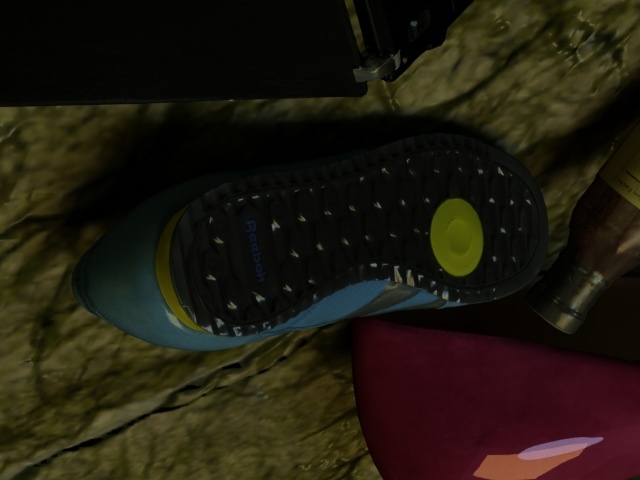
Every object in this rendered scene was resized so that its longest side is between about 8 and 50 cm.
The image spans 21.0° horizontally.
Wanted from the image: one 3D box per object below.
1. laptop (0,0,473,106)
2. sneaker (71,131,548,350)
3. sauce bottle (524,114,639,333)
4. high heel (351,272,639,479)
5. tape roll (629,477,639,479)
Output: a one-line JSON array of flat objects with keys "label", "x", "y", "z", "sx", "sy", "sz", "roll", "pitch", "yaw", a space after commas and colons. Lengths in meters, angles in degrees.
[{"label": "laptop", "x": -0.024, "y": -0.161, "z": 0.469, "sx": 0.264, "sy": 0.137, "sz": 0.234, "roll": -46, "pitch": 151, "yaw": -16}, {"label": "sneaker", "x": 0.000, "y": 0.000, "z": 0.673, "sx": 0.209, "sy": 0.069, "sz": 0.082, "roll": -9, "pitch": 180, "yaw": -40}, {"label": "sauce bottle", "x": 0.133, "y": -0.019, "z": 0.715, "sx": 0.042, "sy": 0.042, "sz": 0.128, "roll": 20, "pitch": 112, "yaw": -47}, {"label": "high heel", "x": 0.196, "y": 0.025, "z": 0.797, "sx": 0.377, "sy": 0.127, "sz": 0.181, "roll": -31, "pitch": 121, "yaw": -14}, {"label": "tape roll", "x": 0.193, "y": 0.188, "z": 1.005, "sx": 0.321, "sy": 0.077, "sz": 0.321, "roll": -14, "pitch": 140, "yaw": -12}]
